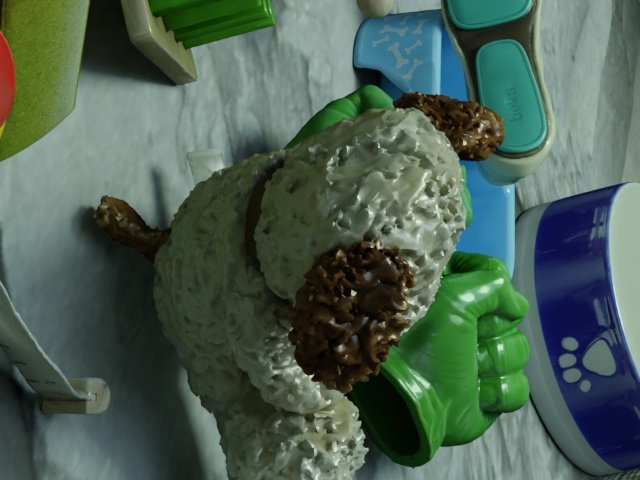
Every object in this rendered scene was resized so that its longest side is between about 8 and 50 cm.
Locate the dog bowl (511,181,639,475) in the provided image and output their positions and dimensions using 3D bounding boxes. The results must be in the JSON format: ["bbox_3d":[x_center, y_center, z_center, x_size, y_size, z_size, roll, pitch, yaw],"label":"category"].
[{"bbox_3d":[0.280,0.082,1.716,0.265,0.104,0.265,36,46,-48],"label":"dog bowl"}]

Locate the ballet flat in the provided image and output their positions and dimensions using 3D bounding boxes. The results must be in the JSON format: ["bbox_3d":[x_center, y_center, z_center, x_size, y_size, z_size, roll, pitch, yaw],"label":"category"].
[{"bbox_3d":[0.145,-0.158,1.498,0.086,0.086,0.248,31,51,-51],"label":"ballet flat"}]

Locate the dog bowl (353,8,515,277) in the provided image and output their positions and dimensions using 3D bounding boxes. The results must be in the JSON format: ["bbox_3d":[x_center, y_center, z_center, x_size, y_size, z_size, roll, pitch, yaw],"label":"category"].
[{"bbox_3d":[0.098,-0.066,1.508,0.166,0.074,0.297,43,41,-43],"label":"dog bowl"}]

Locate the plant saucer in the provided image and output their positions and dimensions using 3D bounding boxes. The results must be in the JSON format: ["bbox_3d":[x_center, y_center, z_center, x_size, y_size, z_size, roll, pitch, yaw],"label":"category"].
[{"bbox_3d":[-0.149,-0.165,1.032,0.188,0.045,0.188,111,-16,-57],"label":"plant saucer"}]

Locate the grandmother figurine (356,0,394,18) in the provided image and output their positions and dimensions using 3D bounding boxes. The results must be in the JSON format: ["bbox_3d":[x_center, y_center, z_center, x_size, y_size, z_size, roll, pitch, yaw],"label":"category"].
[{"bbox_3d":[0.000,-0.258,1.334,0.342,0.104,0.207,-64,134,-73],"label":"grandmother figurine"}]

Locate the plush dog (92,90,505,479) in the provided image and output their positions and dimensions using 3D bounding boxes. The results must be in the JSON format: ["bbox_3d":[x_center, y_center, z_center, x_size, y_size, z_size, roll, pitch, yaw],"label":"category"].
[{"bbox_3d":[0.000,0.000,1.090,0.210,0.225,0.262,38,51,-18],"label":"plush dog"}]

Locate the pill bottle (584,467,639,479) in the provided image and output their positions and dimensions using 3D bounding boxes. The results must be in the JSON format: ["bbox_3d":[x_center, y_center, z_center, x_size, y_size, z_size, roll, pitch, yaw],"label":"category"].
[{"bbox_3d":[0.221,0.251,1.338,0.162,0.278,0.162,35,46,-47],"label":"pill bottle"}]

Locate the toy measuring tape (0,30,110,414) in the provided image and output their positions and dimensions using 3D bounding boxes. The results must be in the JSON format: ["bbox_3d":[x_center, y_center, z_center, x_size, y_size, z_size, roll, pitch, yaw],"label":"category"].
[{"bbox_3d":[-0.187,-0.041,0.961,0.330,0.121,0.121,57,31,-41],"label":"toy measuring tape"}]

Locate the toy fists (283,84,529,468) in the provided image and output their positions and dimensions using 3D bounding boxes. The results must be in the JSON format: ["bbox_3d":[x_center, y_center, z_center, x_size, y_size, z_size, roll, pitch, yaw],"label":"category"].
[{"bbox_3d":[0.067,0.023,1.330,0.142,0.096,0.279,-38,110,-32],"label":"toy fists"}]

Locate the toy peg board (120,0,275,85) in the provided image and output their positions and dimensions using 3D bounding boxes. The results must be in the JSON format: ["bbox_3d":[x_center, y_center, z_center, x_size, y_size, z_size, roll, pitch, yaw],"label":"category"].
[{"bbox_3d":[-0.088,-0.199,1.187,0.161,0.079,0.160,40,36,-82],"label":"toy peg board"}]
